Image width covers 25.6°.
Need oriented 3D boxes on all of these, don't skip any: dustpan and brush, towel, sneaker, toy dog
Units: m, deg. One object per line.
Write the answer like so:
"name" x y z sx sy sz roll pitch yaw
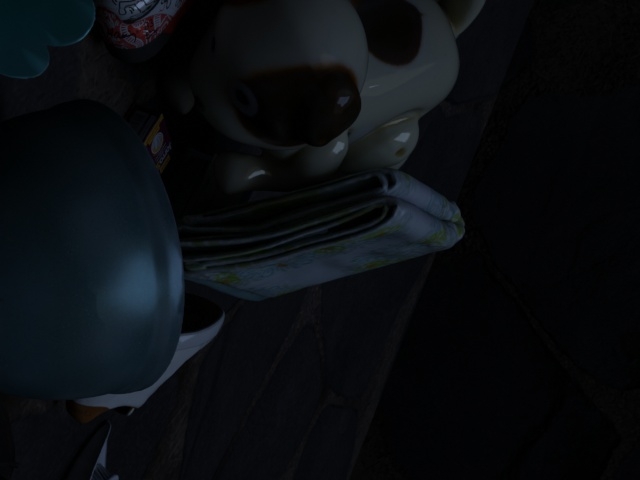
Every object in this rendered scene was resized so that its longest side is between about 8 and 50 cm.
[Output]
"dustpan and brush" -0.322 0.360 1.897 0.211 0.060 0.147 -46 151 -52
"towel" 0.000 0.000 1.843 0.374 0.321 0.090 17 61 -72
"sneaker" -0.241 0.154 1.866 0.290 0.106 0.123 -24 140 -53
"toy dog" 0.003 -0.198 1.700 0.408 0.395 0.284 -8 80 -66
"sneaker" -0.162 -0.334 1.541 0.270 0.090 0.145 -59 163 -21

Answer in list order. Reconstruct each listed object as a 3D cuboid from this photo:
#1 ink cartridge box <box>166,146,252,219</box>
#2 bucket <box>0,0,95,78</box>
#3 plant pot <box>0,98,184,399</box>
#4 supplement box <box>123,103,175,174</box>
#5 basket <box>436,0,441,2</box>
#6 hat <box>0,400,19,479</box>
"ink cartridge box" -0.161 -0.057 1.902 0.104 0.062 0.181 -65 163 -9
"bucket" -0.274 -0.276 1.067 0.281 0.183 0.281 -50 158 -28
"plant pot" -0.289 0.024 1.322 0.196 0.293 0.293 -14 127 -38
"supplement box" -0.214 -0.117 1.708 0.083 0.043 0.055 78 35 -61
"basket" 0.161 -0.430 2.204 0.289 0.201 0.254 -9 120 -81
"hat" -0.329 0.310 1.362 0.331 0.134 0.331 15 90 -78
